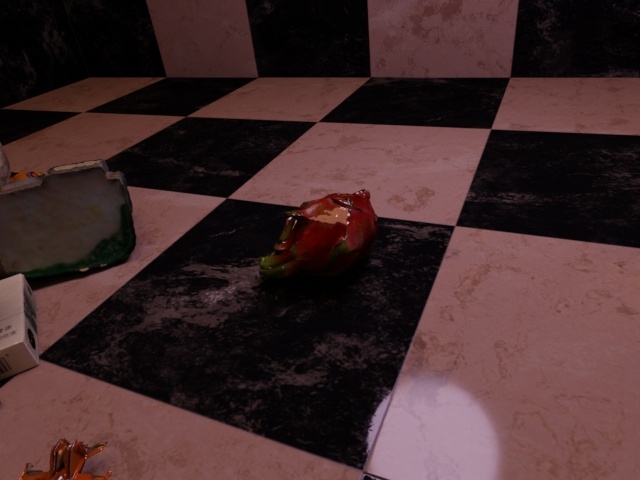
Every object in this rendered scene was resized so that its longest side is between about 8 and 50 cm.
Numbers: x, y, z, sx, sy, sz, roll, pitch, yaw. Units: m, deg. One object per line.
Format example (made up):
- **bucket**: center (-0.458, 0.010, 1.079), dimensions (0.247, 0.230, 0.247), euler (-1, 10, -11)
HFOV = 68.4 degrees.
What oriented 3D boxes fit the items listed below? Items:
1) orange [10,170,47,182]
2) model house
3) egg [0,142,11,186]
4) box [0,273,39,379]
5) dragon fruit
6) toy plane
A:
- **orange**: center (-0.828, -0.112, 1.341), dimensions (0.177, 0.155, 0.178), euler (-7, 43, 6)
- **model house**: center (-0.632, -0.074, 1.189), dimensions (0.298, 0.243, 0.284), euler (-15, 25, -19)
- **egg**: center (-0.902, -0.176, 1.189), dimensions (0.203, 0.203, 0.245), euler (1, 68, 13)
- **box**: center (-0.663, 0.181, 0.934), dimensions (0.164, 0.069, 0.256), euler (-22, 36, -21)
- **dragon fruit**: center (-0.004, -0.013, 1.022), dimensions (0.269, 0.198, 0.200), euler (-12, 41, 19)
- **toy plane**: center (-0.358, 0.353, 0.624), dimensions (0.135, 0.062, 0.188), euler (-2, 47, 8)
